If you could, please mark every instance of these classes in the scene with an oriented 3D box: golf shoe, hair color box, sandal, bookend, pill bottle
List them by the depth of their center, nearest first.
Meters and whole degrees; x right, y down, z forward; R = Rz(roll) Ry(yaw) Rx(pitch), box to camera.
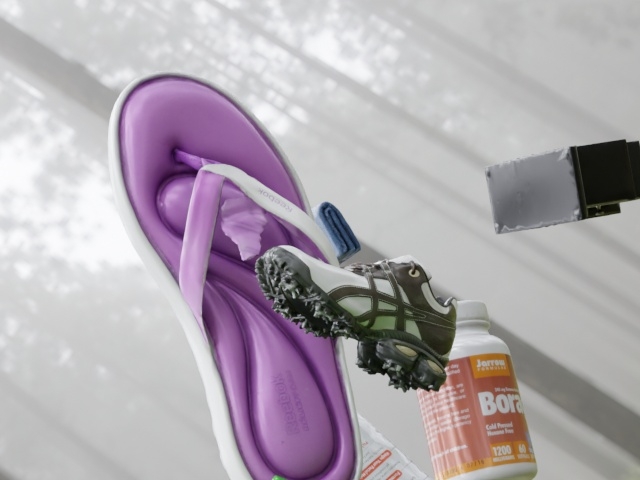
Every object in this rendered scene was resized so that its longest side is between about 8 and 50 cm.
[{"bbox_3d":[0.032,0.041,1.210,0.198,0.077,0.094,37,-110,-35],"label":"golf shoe"},{"bbox_3d":[-0.051,0.031,1.313,0.169,0.416,0.102,-17,-11,-27],"label":"sandal"},{"bbox_3d":[0.031,0.224,1.429,0.093,0.167,0.053,-37,-24,-28],"label":"hair color box"},{"bbox_3d":[0.273,-0.058,1.534,0.157,0.072,0.156,-10,-1,-26],"label":"bookend"},{"bbox_3d":[0.175,0.186,1.811,0.121,0.216,0.121,-11,-17,-3],"label":"pill bottle"}]

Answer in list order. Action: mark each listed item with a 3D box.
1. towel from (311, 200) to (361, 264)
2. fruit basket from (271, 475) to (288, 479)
[{"bbox_3d":[0.000,0.000,1.666,0.029,0.067,0.119,-28,-3,-24],"label":"towel"},{"bbox_3d":[-0.063,0.298,0.990,0.392,0.392,0.283,32,-114,-75],"label":"fruit basket"}]
